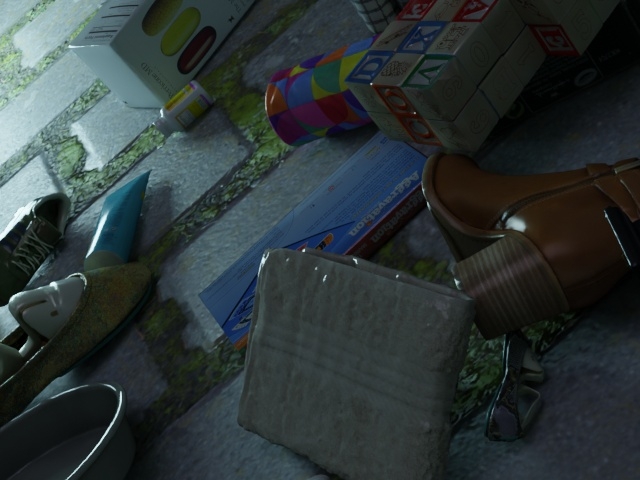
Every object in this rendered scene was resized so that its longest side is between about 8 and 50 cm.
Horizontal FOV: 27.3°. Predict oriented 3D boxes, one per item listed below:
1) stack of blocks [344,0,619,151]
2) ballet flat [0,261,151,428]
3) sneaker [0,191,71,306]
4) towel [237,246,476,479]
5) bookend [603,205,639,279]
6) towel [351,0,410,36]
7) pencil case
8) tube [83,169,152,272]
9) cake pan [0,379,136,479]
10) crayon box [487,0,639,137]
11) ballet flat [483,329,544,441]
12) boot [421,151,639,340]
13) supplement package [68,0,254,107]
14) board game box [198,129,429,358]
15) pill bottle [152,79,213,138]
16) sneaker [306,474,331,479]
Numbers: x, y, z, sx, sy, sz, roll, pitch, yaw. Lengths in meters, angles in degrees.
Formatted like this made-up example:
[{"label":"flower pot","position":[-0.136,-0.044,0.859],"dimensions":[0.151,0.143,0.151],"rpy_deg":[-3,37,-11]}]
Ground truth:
[{"label":"stack of blocks","position":[0.181,-0.225,1.272],"dimensions":[0.171,0.087,0.297],"rpy_deg":[13,60,53]},{"label":"ballet flat","position":[-0.352,0.129,1.545],"dimensions":[0.348,0.123,0.123],"rpy_deg":[-43,31,-3]},{"label":"sneaker","position":[-0.396,0.002,1.794],"dimensions":[0.086,0.064,0.192],"rpy_deg":[-27,31,31]},{"label":"towel","position":[0.024,0.111,1.144],"dimensions":[0.282,0.049,0.187],"rpy_deg":[17,101,53]},{"label":"bookend","position":[0.311,0.009,0.933],"dimensions":[0.156,0.157,0.072],"rpy_deg":[-32,33,16]},{"label":"towel","position":[0.076,-0.421,1.646],"dimensions":[0.121,0.235,0.283],"rpy_deg":[-20,38,25]},{"label":"pencil case","position":[0.048,-0.174,1.500],"dimensions":[0.236,0.104,0.104],"rpy_deg":[-10,43,40]},{"label":"tube","position":[-0.264,-0.022,1.704],"dimensions":[0.080,0.052,0.207],"rpy_deg":[-25,30,17]},{"label":"cake pan","position":[-0.306,0.255,1.337],"dimensions":[0.293,0.054,0.293],"rpy_deg":[-30,18,11]},{"label":"crayon box","position":[0.234,-0.267,1.429],"dimensions":[0.202,0.081,0.318],"rpy_deg":[-26,35,23]},{"label":"ballet flat","position":[0.163,0.118,1.081],"dimensions":[0.041,0.041,0.114],"rpy_deg":[-15,40,36]},{"label":"boot","position":[0.211,-0.039,1.158],"dimensions":[0.220,0.109,0.283],"rpy_deg":[-27,21,8]},{"label":"supplement package","position":[-0.228,-0.329,1.951],"dimensions":[0.134,0.139,0.244],"rpy_deg":[8,58,52]},{"label":"board game box","position":[0.000,0.000,1.406],"dimensions":[0.281,0.027,0.145],"rpy_deg":[-42,30,-2]},{"label":"pill bottle","position":[-0.191,-0.180,1.817],"dimensions":[0.083,0.043,0.043],"rpy_deg":[-42,31,-2]},{"label":"sneaker","position":[-0.080,0.255,1.150],"dimensions":[0.212,0.080,0.094],"rpy_deg":[-16,27,24]}]
